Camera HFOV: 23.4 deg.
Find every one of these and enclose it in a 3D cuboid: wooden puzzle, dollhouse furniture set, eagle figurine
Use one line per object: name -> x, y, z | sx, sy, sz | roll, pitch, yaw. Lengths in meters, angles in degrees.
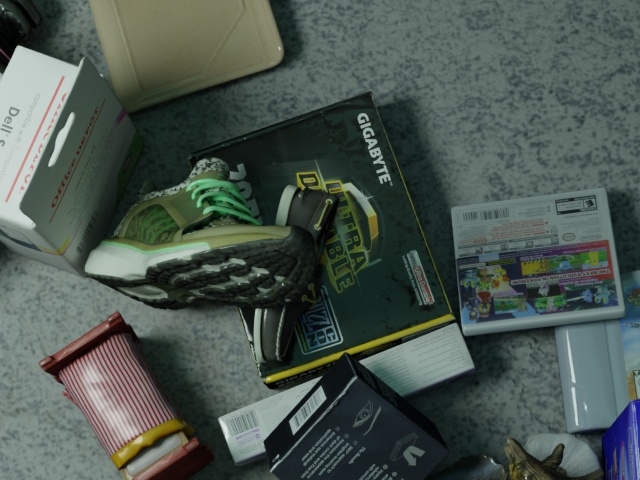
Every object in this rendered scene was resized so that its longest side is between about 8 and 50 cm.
wooden puzzle -> -0.185, -0.302, 2.096 | 0.239, 0.044, 0.221 | -19, 75, 5
dollhouse furniture set -> -0.335, 0.284, 1.897 | 0.374, 0.152, 0.201 | -35, 75, -4
eagle figurine -> 0.190, 0.356, 1.828 | 0.225, 0.298, 0.226 | 20, 41, -21

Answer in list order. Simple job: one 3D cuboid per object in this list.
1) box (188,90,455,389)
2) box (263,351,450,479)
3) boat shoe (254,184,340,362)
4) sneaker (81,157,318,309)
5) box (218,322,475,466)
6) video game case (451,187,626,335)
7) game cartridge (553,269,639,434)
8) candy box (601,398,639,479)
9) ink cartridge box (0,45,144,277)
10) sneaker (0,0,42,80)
box -> 0.000, 0.000, 1.981 | 0.257, 0.079, 0.322 | -19, 75, 2
box -> 0.041, 0.248, 1.857 | 0.158, 0.093, 0.156 | 40, 97, -16
boat shoe -> -0.029, 0.042, 1.891 | 0.069, 0.081, 0.227 | 8, 74, 11
sneaker -> -0.144, -0.023, 1.859 | 0.410, 0.158, 0.182 | -3, 68, 51
box -> 0.033, 0.195, 1.934 | 0.324, 0.063, 0.067 | -23, 76, -1
video game case -> 0.271, 0.026, 1.945 | 0.201, 0.023, 0.183 | -7, 58, 8
game cartridge -> 0.442, 0.130, 1.922 | 0.297, 0.062, 0.198 | -6, 79, 3
candy box -> 0.393, 0.327, 1.738 | 0.122, 0.317, 0.268 | -2, 76, 2
ink cartridge box -> -0.335, -0.099, 1.890 | 0.119, 0.353, 0.207 | 21, 78, 8
sneaker -> -0.421, -0.266, 2.015 | 0.147, 0.104, 0.296 | -43, 36, -10
